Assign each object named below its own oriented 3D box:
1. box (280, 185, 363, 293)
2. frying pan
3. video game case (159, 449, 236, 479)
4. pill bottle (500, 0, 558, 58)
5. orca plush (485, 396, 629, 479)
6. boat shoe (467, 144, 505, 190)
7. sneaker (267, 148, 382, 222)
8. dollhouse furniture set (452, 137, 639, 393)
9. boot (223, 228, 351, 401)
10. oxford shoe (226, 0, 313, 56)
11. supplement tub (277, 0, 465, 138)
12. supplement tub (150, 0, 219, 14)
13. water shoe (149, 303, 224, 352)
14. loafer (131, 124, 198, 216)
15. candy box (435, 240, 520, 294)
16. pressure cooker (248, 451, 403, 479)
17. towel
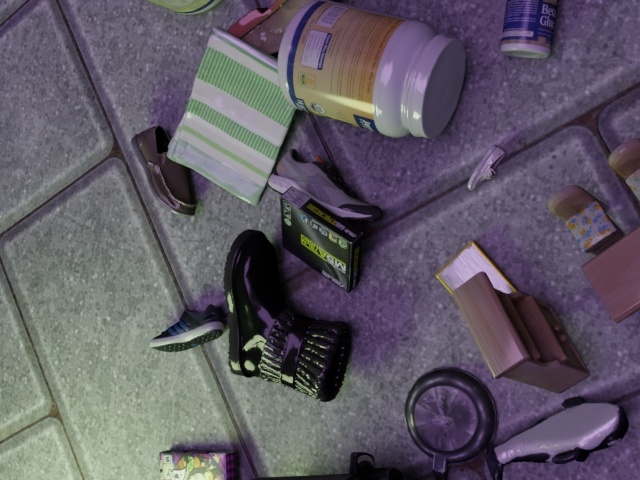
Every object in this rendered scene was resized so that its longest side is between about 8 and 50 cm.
[{"bbox_3d":[0.000,0.000,1.702,0.190,0.045,0.184,35,149,21],"label":"box"},{"bbox_3d":[0.227,0.409,1.659,0.197,0.053,0.326,33,102,23],"label":"frying pan"},{"bbox_3d":[-0.284,0.606,1.898,0.210,0.042,0.232,-8,81,32],"label":"video game case"},{"bbox_3d":[0.393,-0.431,1.527,0.094,0.094,0.169,9,96,26],"label":"pill bottle"},{"bbox_3d":[0.449,0.393,1.515,0.287,0.151,0.102,-36,107,20],"label":"orca plush"},{"bbox_3d":[0.326,-0.137,1.602,0.035,0.035,0.100,37,100,24],"label":"boat shoe"},{"bbox_3d":[0.012,-0.112,1.727,0.271,0.100,0.108,26,97,24],"label":"sneaker"},{"bbox_3d":[0.463,0.070,1.350,0.394,0.256,0.362,-40,53,25],"label":"dollhouse furniture set"},{"bbox_3d":[-0.064,0.156,1.747,0.260,0.131,0.348,7,105,33],"label":"boot"},{"bbox_3d":[-0.036,-0.477,1.749,0.348,0.123,0.130,-26,99,29],"label":"oxford shoe"},{"bbox_3d":[0.100,-0.332,1.602,0.316,0.228,0.228,21,100,25],"label":"supplement tub"},{"bbox_3d":[-0.357,-0.638,1.774,0.235,0.325,0.235,0,91,27],"label":"supplement tub"},{"bbox_3d":[-0.311,0.206,1.923,0.203,0.073,0.080,-17,62,22],"label":"water shoe"},{"bbox_3d":[-0.356,-0.166,1.912,0.087,0.094,0.251,-41,74,26],"label":"loafer"},{"bbox_3d":[0.330,0.110,1.608,0.105,0.027,0.206,-44,73,17],"label":"candy box"},{"bbox_3d":[0.025,0.634,1.592,0.420,0.375,0.370,-10,112,26],"label":"pressure cooker"},{"bbox_3d":[-0.189,-0.270,1.798,0.247,0.038,0.325,30,116,9],"label":"towel"}]
